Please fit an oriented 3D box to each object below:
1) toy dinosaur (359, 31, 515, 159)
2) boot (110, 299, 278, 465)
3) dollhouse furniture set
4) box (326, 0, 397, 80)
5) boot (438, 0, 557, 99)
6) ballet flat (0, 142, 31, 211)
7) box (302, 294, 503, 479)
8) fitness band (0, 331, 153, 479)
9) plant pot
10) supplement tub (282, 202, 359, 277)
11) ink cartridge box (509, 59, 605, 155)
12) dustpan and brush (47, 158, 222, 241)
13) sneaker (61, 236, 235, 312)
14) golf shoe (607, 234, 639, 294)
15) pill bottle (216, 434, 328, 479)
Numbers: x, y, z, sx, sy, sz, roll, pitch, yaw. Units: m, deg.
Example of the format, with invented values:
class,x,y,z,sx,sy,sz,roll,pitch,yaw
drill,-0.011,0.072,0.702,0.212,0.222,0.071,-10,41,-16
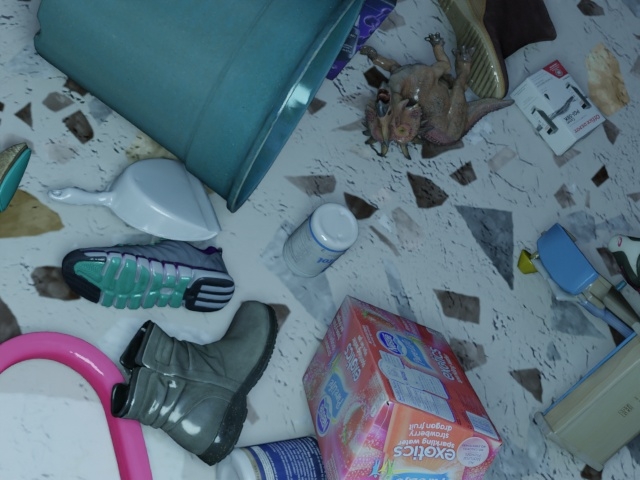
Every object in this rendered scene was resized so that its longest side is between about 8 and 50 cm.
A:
class,x,y,z,sx,sy,sz,roll,pitch,yaw
toy dinosaur,0.164,-0.200,1.751,0.295,0.127,0.200,16,65,-34
boot,-0.152,0.139,1.393,0.161,0.083,0.246,36,46,-20
dollhouse furniture set,0.416,0.172,1.719,0.286,0.198,0.303,35,18,-34
box,0.007,-0.358,1.689,0.153,0.207,0.108,23,56,-16
boot,0.322,-0.344,1.923,0.207,0.090,0.248,-6,64,-28
ballet flat,-0.416,-0.045,1.387,0.067,0.073,0.206,16,54,-3
box,0.086,0.204,1.380,0.154,0.142,0.300,23,15,-16
fitness band,-0.302,0.245,1.301,0.209,0.054,0.291,-6,69,-31
plant pot,-0.167,-0.265,1.494,0.334,0.341,0.341,31,54,1
supplement tub,0.000,0.000,1.558,0.071,0.107,0.071,12,60,-22
ink cartridge box,0.401,-0.225,1.923,0.099,0.056,0.135,-33,83,-37
dustpan and brush,-0.247,-0.057,1.478,0.211,0.060,0.147,13,36,-37
sneaker,-0.223,0.033,1.457,0.223,0.083,0.098,12,37,-25
golf shoe,0.544,0.062,1.785,0.105,0.120,0.273,-52,139,-2
pill bottle,-0.033,0.290,1.395,0.169,0.094,0.094,-4,67,-30
